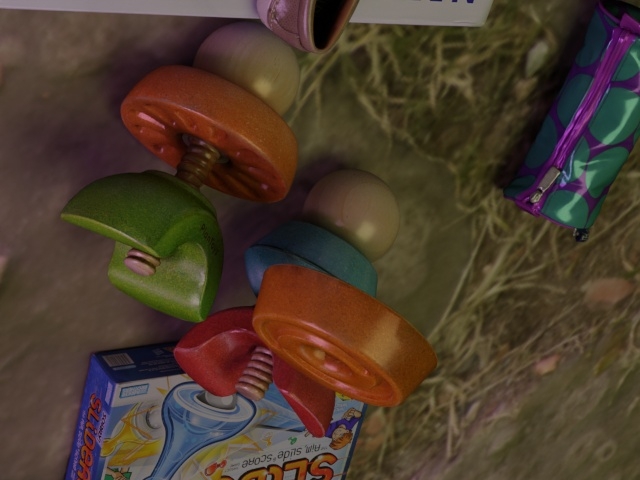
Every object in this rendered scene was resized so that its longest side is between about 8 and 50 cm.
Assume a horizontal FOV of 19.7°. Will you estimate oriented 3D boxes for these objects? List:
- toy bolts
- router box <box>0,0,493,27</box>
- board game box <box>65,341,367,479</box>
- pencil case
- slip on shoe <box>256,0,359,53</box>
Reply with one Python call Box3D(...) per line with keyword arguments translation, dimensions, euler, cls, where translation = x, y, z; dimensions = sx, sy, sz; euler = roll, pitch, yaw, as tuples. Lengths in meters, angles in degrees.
Box3D(translation=(0.000, 0.000, 1.029), dimensions=(0.158, 0.218, 0.228), euler=(-60, 156, -19), cls="toy bolts")
Box3D(translation=(-0.018, -0.258, 0.885), dimensions=(0.335, 0.082, 0.301), euler=(-3, 124, -36), cls="router box")
Box3D(translation=(-0.063, 0.124, 1.182), dimensions=(0.201, 0.035, 0.136), euler=(-7, 125, -34), cls="board game box")
Box3D(translation=(0.177, -0.079, 1.187), dimensions=(0.070, 0.064, 0.152), euler=(-18, 136, -60), cls="pencil case")
Box3D(translation=(0.016, -0.154, 0.899), dimensions=(0.051, 0.041, 0.135), euler=(19, 110, -45), cls="slip on shoe")
